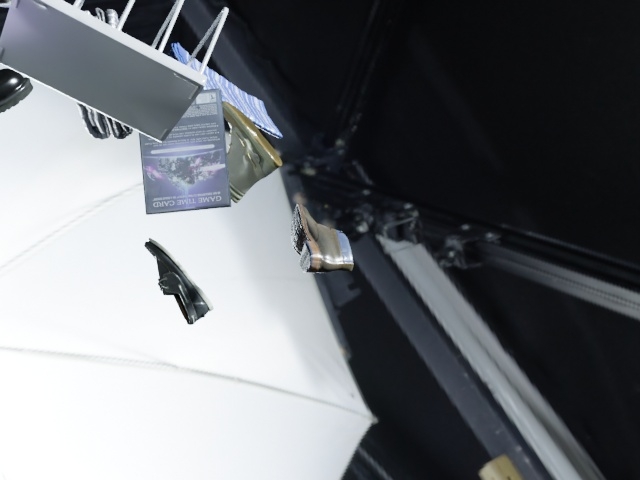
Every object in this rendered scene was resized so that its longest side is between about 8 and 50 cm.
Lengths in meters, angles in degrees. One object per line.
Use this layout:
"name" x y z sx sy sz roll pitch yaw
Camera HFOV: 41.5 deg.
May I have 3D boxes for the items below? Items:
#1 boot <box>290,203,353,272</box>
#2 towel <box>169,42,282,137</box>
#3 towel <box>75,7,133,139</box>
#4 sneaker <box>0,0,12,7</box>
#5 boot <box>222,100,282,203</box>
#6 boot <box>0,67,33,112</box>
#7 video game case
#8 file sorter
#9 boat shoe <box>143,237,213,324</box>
"boot" 0.000 0.000 1.873 0.219 0.106 0.082 -106 -150 -48
"towel" -0.263 -0.417 2.351 0.040 0.336 0.243 -51 -146 15
"towel" -0.513 -0.395 2.032 0.283 0.121 0.235 119 -33 -74
"sneaker" -0.602 -0.452 1.502 0.090 0.232 0.081 -18 -94 60
"boot" -0.215 -0.214 2.044 0.165 0.077 0.213 -40 -96 16
"boot" -0.837 -0.379 1.847 0.131 0.348 0.260 -127 -160 -55
"video game case" -0.312 -0.202 1.929 0.026 0.196 0.274 74 10 -87
"file sorter" -0.308 -0.314 1.272 0.193 0.278 0.173 -36 -146 55
"boat shoe" -0.352 0.096 2.022 0.233 0.079 0.084 55 -16 -12
